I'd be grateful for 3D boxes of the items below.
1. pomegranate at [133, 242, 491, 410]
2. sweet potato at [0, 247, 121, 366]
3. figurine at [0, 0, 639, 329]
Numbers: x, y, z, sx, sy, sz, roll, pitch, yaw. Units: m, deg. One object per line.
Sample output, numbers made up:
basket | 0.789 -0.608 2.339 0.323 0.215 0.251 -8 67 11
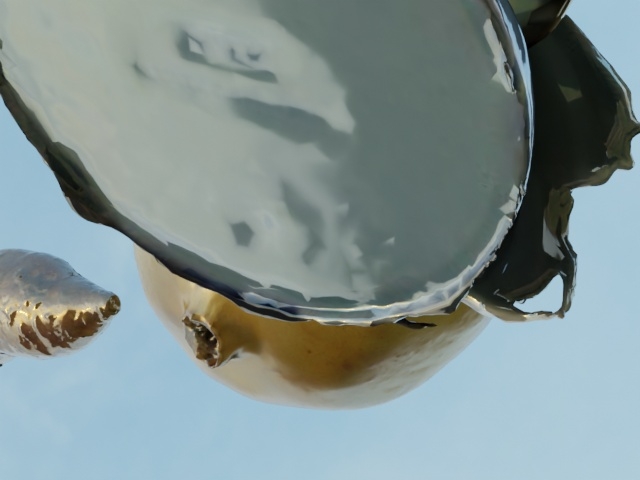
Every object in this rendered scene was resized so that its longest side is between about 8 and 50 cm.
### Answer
pomegranate | 0.003 -0.005 1.176 0.233 0.233 0.233 -13 -57 -21
sweet potato | -0.158 0.033 0.918 0.051 0.218 0.065 -10 -80 -40
figurine | 0.069 -0.134 0.698 0.248 0.276 0.388 90 -155 -43
